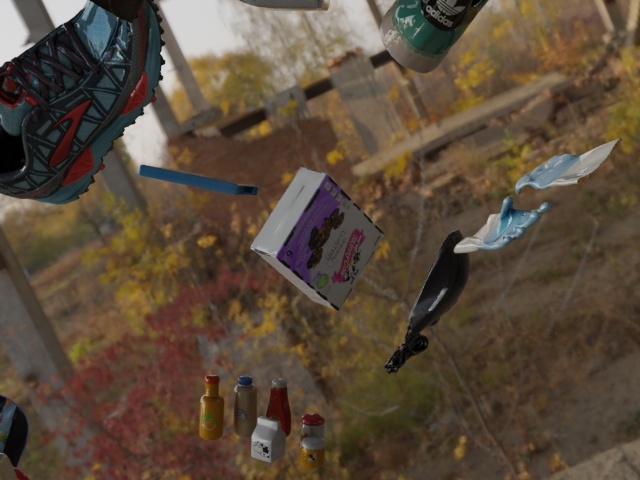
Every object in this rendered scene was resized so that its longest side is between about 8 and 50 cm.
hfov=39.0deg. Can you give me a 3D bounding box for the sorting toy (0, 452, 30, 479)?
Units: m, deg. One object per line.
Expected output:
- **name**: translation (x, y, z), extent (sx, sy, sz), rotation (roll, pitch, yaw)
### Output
- **sorting toy**: translation (-0.374, 0.362, 0.933), extent (0.255, 0.257, 0.089), rotation (-19, 3, 13)

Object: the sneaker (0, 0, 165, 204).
- **sneaker**: translation (-0.238, -0.130, 0.821), extent (0.125, 0.104, 0.262), rotation (-2, -44, -50)

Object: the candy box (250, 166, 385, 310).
- **candy box**: translation (0.000, 0.000, 1.523), extent (0.070, 0.196, 0.165), rotation (18, 72, 44)

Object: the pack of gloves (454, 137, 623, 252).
- **pack of gloves**: translation (0.270, -0.066, 1.206), extent (0.195, 0.046, 0.232), rotation (-45, 5, -9)

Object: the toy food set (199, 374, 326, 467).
- **toy food set**: translation (-0.081, 0.282, 1.461), extent (0.232, 0.104, 0.111), rotation (8, 12, 33)

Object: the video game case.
- **video game case**: translation (-0.147, -0.074, 1.124), extent (0.119, 0.015, 0.166), rotation (12, 3, 3)

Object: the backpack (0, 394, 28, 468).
- **backpack**: translation (-0.474, 0.276, 1.178), extent (0.117, 0.158, 0.173), rotation (-6, 62, 59)

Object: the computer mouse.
- **computer mouse**: translation (0.199, 0.102, 1.504), extent (0.262, 0.060, 0.184), rotation (-66, -14, 14)

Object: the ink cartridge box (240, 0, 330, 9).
- **ink cartridge box**: translation (-0.082, -0.264, 0.967), extent (0.179, 0.045, 0.145), rotation (-3, 13, 4)

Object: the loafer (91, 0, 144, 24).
- **loafer**: translation (-0.098, -0.234, 0.671), extent (0.220, 0.078, 0.080), rotation (-21, 37, 37)

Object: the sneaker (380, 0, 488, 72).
- **sneaker**: translation (0.161, -0.318, 1.019), extent (0.121, 0.108, 0.302), rotation (-44, 20, 48)
